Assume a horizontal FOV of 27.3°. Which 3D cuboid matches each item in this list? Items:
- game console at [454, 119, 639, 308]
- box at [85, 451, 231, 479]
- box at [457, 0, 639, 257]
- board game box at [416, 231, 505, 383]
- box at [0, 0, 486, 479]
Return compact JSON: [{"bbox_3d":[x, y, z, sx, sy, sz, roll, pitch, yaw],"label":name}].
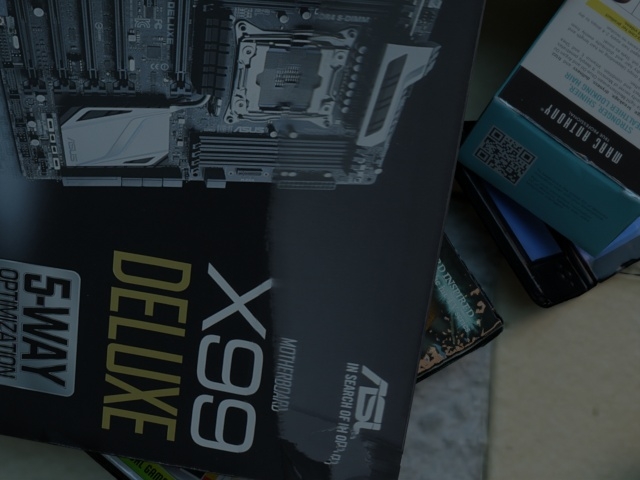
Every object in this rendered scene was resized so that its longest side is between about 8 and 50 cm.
[{"bbox_3d":[0.138,-0.034,0.760,0.122,0.071,0.107,59,28,12],"label":"game console"},{"bbox_3d":[-0.115,0.047,0.709,0.207,0.036,0.114,39,69,4],"label":"box"},{"bbox_3d":[0.181,-0.110,0.770,0.100,0.060,0.244,36,55,3],"label":"box"},{"bbox_3d":[0.000,0.000,0.716,0.126,0.026,0.186,-26,76,-22],"label":"board game box"},{"bbox_3d":[-0.060,-0.047,0.573,0.242,0.308,0.076,10,26,3],"label":"box"}]
